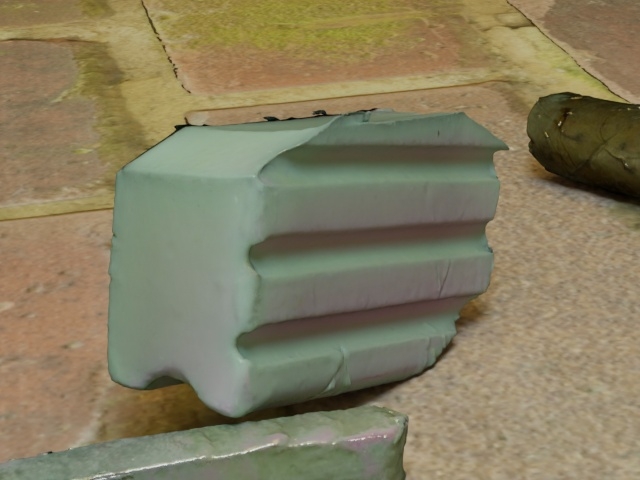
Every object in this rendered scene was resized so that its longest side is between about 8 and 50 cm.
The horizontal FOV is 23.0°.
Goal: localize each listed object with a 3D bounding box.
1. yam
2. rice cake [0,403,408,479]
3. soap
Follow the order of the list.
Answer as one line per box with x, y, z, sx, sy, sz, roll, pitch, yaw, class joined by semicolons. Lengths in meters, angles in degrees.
0.272;-0.043;0.997;0.317;0.067;0.071;16;42;41;yam
-0.060;0.109;0.704;0.211;0.043;0.034;-8;30;-11;rice cake
0.000;0.000;0.811;0.091;0.145;0.230;10;8;33;soap
